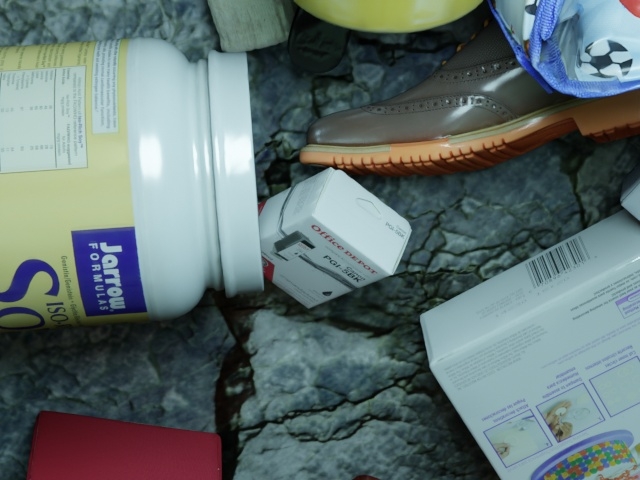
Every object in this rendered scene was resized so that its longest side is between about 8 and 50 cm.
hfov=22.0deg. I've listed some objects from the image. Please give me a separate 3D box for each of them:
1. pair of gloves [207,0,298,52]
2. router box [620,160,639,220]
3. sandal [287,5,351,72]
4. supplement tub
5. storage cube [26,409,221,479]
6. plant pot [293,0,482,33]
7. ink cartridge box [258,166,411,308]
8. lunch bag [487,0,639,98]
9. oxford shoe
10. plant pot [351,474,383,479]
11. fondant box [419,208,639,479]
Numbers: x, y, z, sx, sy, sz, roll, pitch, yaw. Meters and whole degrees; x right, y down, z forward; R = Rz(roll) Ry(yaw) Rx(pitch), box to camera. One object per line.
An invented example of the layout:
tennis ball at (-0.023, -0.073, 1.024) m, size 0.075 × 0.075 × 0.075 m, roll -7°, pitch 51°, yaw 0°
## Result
pair of gloves at (-0.013, -0.286, 1.372) m, size 0.240 × 0.042 × 0.204 m, roll -24°, pitch 113°, yaw 3°
router box at (0.487, -0.066, 1.452) m, size 0.301 × 0.082 × 0.335 m, roll 40°, pitch 110°, yaw -2°
sandal at (0.016, -0.220, 1.356) m, size 0.067 × 0.040 × 0.179 m, roll 10°, pitch 111°, yaw -10°
supplement tub at (-0.219, -0.045, 1.373) m, size 0.331 × 0.241 × 0.241 m, roll -4°, pitch 119°, yaw -1°
storage cube at (-0.203, 0.299, 1.590) m, size 0.215 × 0.193 × 0.184 m, roll 9°, pitch 118°, yaw -8°
plant pot at (0.047, -0.286, 1.141) m, size 0.254 × 0.254 × 0.239 m, roll -2°, pitch 134°, yaw -3°
ink cartridge box at (0.000, 0.000, 1.481) m, size 0.099 × 0.056 × 0.135 m, roll 36°, pitch 147°, yaw -20°
lunch bag at (0.285, -0.284, 1.228) m, size 0.385 × 0.328 × 0.239 m, roll -35°, pitch 113°, yaw 12°
oxford shoe at (0.153, -0.136, 1.443) m, size 0.363 × 0.130 × 0.133 m, roll -11°, pitch 86°, yaw 9°
plant pot at (0.084, 0.392, 1.637) m, size 0.267 × 0.236 × 0.267 m, roll 21°, pitch 115°, yaw -16°
fondant box at (0.277, 0.161, 1.606) m, size 0.238 × 0.096 × 0.330 m, roll -28°, pitch 116°, yaw 10°
